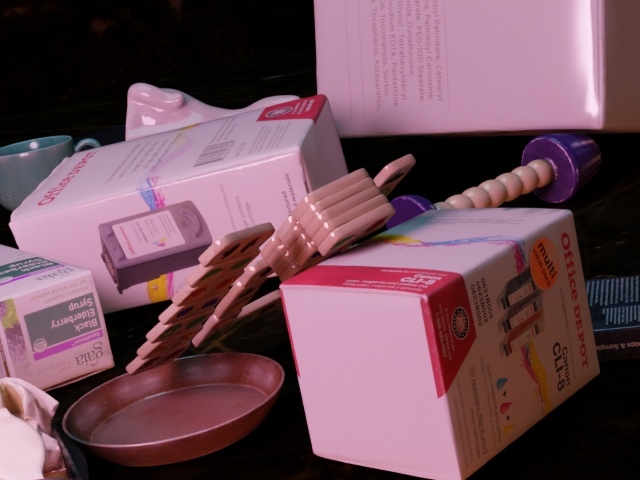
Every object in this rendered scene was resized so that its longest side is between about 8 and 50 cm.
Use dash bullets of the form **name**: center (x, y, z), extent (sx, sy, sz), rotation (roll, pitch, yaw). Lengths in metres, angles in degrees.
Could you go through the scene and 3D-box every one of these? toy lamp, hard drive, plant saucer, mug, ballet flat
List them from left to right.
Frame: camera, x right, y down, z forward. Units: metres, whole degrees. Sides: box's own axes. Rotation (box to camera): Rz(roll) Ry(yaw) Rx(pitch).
- **ballet flat**: center (-0.194, 0.144, 0.803), extent (0.095, 0.096, 0.280), rotation (-18, 16, -23)
- **mug**: center (-0.412, -0.095, 1.859), extent (0.158, 0.097, 0.129), rotation (-4, 16, 23)
- **hard drive**: center (-0.344, -0.152, 2.109), extent (0.172, 0.054, 0.254), rotation (-22, 18, -36)
- **plant saucer**: center (-0.107, 0.128, 0.933), extent (0.168, 0.029, 0.168), rotation (-10, 15, 3)
- **toy lamp**: center (0.191, -0.052, 1.304), extent (0.274, 0.080, 0.080), rotation (-24, 20, -34)

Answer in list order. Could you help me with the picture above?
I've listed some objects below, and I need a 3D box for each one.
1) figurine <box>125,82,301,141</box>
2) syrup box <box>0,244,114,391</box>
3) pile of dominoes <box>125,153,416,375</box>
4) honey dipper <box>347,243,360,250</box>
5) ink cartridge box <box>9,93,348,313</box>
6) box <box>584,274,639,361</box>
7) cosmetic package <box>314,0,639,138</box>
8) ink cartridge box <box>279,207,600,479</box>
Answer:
- **figurine**: center (-0.115, -0.102, 1.495), extent (0.209, 0.215, 0.092), rotation (-1, 57, 2)
- **syrup box**: center (-0.290, 0.069, 1.157), extent (0.093, 0.096, 0.237), rotation (-20, 16, -32)
- **pile of dominoes**: center (-0.034, 0.035, 0.930), extent (0.196, 0.040, 0.251), rotation (-27, -14, -35)
- **honey dipper**: center (0.000, 0.000, 1.338), extent (0.030, 0.030, 0.160), rotation (-19, 19, -27)
- **ink cartridge box**: center (-0.133, -0.038, 1.306), extent (0.306, 0.131, 0.226), rotation (-14, 19, 13)
- **box**: center (0.242, 0.057, 0.947), extent (0.162, 0.029, 0.116), rotation (-8, 16, 17)
- **cosmetic package**: center (0.238, -0.292, 1.554), extent (0.393, 0.327, 0.329), rotation (1, 5, 38)
- **ink cartridge box**: center (0.085, 0.061, 0.843), extent (0.127, 0.128, 0.176), rotation (1, 19, 42)
